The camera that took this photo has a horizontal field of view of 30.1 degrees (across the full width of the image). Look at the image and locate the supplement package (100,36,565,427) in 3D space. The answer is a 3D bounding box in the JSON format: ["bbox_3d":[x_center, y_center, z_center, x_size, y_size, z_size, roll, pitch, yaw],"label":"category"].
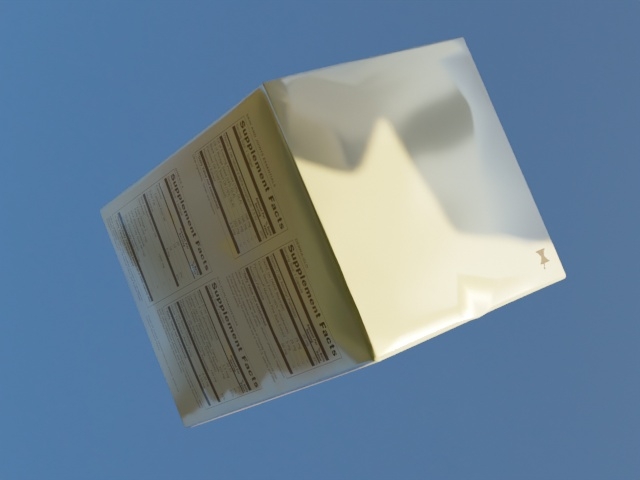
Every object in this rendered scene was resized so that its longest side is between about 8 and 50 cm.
[{"bbox_3d":[0.000,0.000,0.912,0.263,0.199,0.198,-28,-97,52],"label":"supplement package"}]
